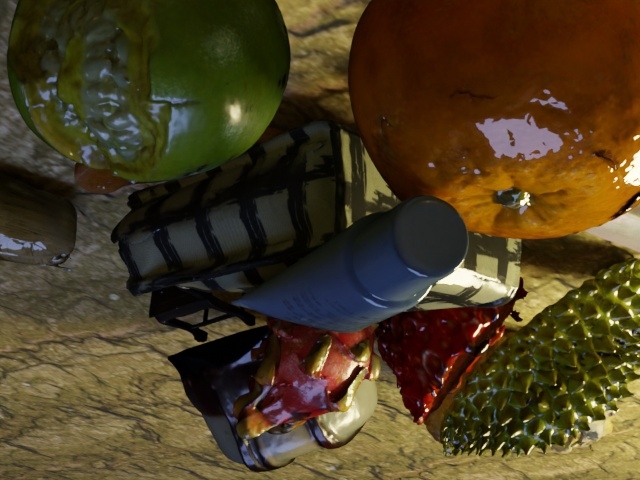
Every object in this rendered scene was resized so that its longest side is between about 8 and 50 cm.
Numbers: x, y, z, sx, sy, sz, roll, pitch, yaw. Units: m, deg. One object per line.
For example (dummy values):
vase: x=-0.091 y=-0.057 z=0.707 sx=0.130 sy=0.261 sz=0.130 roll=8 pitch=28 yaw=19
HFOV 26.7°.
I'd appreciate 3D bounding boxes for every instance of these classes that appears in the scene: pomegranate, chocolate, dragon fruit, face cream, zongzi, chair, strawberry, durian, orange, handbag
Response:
pomegranate: x=-0.142 y=-0.191 z=1.100 sx=0.236 sy=0.236 sz=0.301 roll=2 pitch=122 yaw=5
chocolate: x=-0.045 y=0.202 z=1.801 sx=0.284 sy=0.186 sz=0.283 roll=-16 pitch=175 yaw=-1
dragon fruit: x=-0.022 y=0.154 z=1.578 sx=0.150 sy=0.208 sz=0.133 roll=45 pitch=173 yaw=18
face cream: x=0.029 y=0.038 z=1.229 sx=0.136 sy=0.086 sz=0.385 roll=14 pitch=163 yaw=-14
zongzi: x=-0.379 y=-0.048 z=1.555 sx=0.195 sy=0.099 sz=0.197 roll=6 pitch=148 yaw=-3
chair: x=-0.180 y=0.031 z=1.670 sx=0.113 sy=0.106 sz=0.229 roll=-17 pitch=146 yaw=35
strawberry: x=0.129 y=0.098 z=1.652 sx=0.178 sy=0.234 sz=0.234 roll=36 pitch=158 yaw=13
durian: x=0.290 y=0.137 z=1.645 sx=0.157 sy=0.356 sz=0.169 roll=58 pitch=171 yaw=-12
orange: x=0.163 y=-0.126 z=1.124 sx=0.284 sy=0.226 sz=0.284 roll=9 pitch=155 yaw=4
handbag: x=0.000 y=0.000 z=1.477 sx=0.327 sy=0.162 sz=0.325 roll=-14 pitch=159 yaw=37

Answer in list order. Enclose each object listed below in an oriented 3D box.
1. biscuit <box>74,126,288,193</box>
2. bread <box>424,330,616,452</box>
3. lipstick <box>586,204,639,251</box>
biscuit: x=-0.146 y=-0.097 z=1.450 sx=0.250 sy=0.036 sz=0.165 roll=-3 pitch=160 yaw=-3
bread: x=0.282 y=0.219 z=1.939 sx=0.274 sy=0.149 sz=0.274 roll=-1 pitch=152 yaw=0
lipstick: x=0.252 y=-0.066 z=1.425 sx=0.317 sy=0.066 sz=0.068 roll=19 pitch=150 yaw=-28
